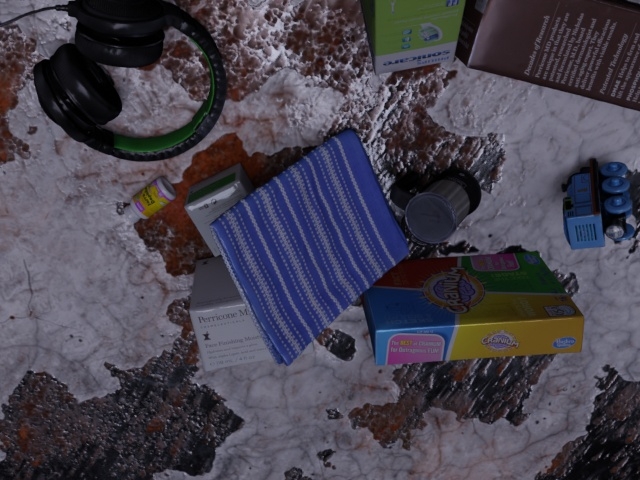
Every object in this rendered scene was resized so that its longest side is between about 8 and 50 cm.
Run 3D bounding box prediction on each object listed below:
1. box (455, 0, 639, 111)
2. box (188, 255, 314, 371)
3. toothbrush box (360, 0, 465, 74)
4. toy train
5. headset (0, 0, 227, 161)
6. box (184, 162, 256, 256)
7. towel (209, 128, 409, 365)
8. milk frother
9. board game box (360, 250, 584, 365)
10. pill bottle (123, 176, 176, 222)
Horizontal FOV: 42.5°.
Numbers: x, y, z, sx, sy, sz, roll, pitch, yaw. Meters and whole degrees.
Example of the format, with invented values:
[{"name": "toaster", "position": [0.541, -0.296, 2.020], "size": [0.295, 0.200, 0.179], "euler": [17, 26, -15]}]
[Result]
[{"name": "box", "position": [0.385, -0.288, 1.191], "size": [0.381, 0.191, 0.143], "euler": [14, 113, -10]}, {"name": "box", "position": [-0.110, 0.103, 1.341], "size": [0.180, 0.182, 0.119], "euler": [-10, 116, 1]}, {"name": "toothbrush box", "position": [0.106, -0.374, 1.048], "size": [0.122, 0.283, 0.206], "euler": [-10, 73, 0]}, {"name": "toy train", "position": [0.439, -0.062, 1.311], "size": [0.105, 0.184, 0.080], "euler": [-6, 126, 19]}, {"name": "headset", "position": [-0.326, -0.278, 1.200], "size": [0.394, 0.185, 0.243], "euler": [27, 115, -31]}, {"name": "box", "position": [-0.148, -0.050, 1.319], "size": [0.101, 0.087, 0.102], "euler": [-26, 113, 8]}, {"name": "towel", "position": [0.000, 0.000, 1.246], "size": [0.040, 0.336, 0.243], "euler": [-7, 115, 45]}, {"name": "milk frother", "position": [0.177, -0.033, 1.324], "size": [0.129, 0.134, 0.143], "euler": [10, 115, 25]}, {"name": "board game box", "position": [0.230, 0.104, 1.334], "size": [0.316, 0.242, 0.064], "euler": [-4, 114, -3]}, {"name": "pill bottle", "position": [-0.277, -0.063, 1.328], "size": [0.083, 0.043, 0.043], "euler": [-35, 112, 12]}]
